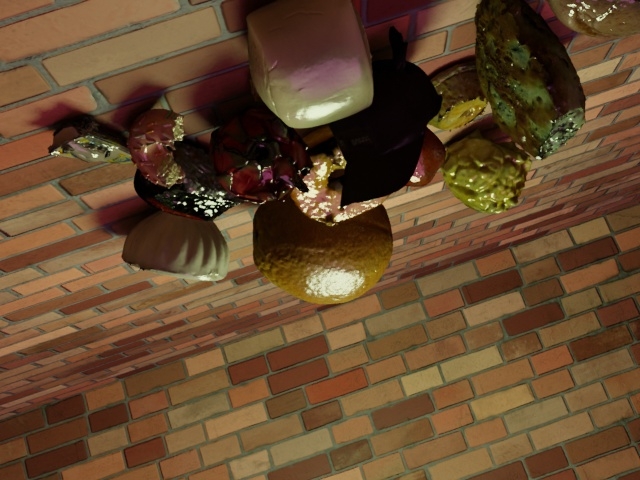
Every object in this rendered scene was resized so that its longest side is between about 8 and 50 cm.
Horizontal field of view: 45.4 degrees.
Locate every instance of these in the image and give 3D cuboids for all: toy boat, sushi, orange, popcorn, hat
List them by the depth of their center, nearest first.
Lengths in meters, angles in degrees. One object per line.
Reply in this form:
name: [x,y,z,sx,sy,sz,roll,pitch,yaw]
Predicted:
toy boat: [-0.397,-0.169,1.390,0.084,0.066,0.210,-24,164,22]
hat: [0.077,-0.235,1.417,0.238,0.336,0.209,-13,135,46]
sushi: [-0.265,-0.123,1.573,0.126,0.136,0.225,-33,152,31]
orange: [0.000,0.000,1.932,0.357,0.322,0.322,2,156,-25]
popcorn: [0.445,-0.190,2.051,0.225,0.249,0.249,-55,153,12]

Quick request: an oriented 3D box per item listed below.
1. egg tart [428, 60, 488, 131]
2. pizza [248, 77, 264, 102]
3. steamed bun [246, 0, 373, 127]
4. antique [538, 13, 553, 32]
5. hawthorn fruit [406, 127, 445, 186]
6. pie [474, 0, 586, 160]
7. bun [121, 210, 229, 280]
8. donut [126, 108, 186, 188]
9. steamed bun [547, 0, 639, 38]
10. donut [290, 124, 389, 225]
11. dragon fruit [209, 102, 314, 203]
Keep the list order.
egg tart: [0.300,-0.309,1.696,0.212,0.090,0.212,-21,163,-7]
pizza: [-0.069,-0.299,1.392,0.160,0.036,0.099,-26,159,23]
steamed bun: [-0.013,-0.282,1.251,0.200,0.155,0.250,-20,146,1]
antique: [0.470,-0.393,1.627,0.081,0.080,0.221,-26,164,25]
hawthorn fruit: [0.203,-0.217,1.797,0.162,0.163,0.203,-22,152,9]
pie: [0.375,-0.309,1.427,0.103,0.288,0.355,-26,160,-3]
bun: [-0.334,-0.010,1.833,0.263,0.175,0.263,13,-177,-1]
donut: [-0.305,-0.173,1.400,0.065,0.117,0.166,-59,165,-45]
steamed bun: [0.465,-0.442,1.213,0.301,0.252,0.199,-11,173,-15]
donut: [0.046,-0.153,1.718,0.253,0.118,0.253,-5,130,-6]
dragon fruit: [-0.117,-0.164,1.471,0.193,0.192,0.274,-13,-178,4]
